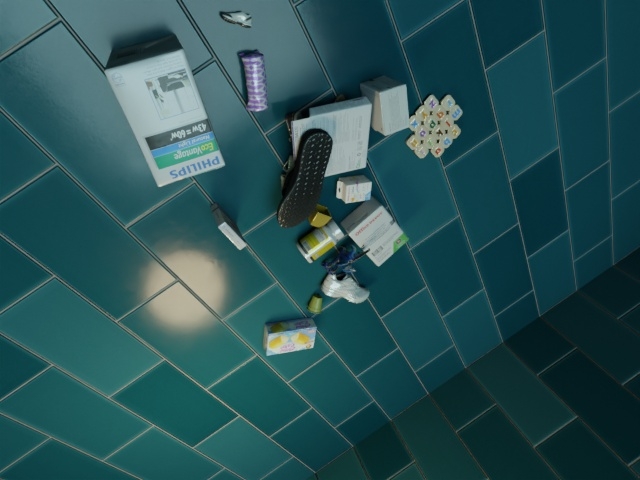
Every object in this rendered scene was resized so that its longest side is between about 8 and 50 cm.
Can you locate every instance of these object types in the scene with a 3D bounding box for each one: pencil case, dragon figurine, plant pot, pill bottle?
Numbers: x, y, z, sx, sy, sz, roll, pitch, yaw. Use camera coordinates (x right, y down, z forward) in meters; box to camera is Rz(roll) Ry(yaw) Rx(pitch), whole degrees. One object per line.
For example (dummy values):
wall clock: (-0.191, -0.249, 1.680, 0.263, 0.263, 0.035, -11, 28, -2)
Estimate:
pencil case: (-0.242, -0.578, 1.577, 0.088, 0.086, 0.206, 5, 121, 12)
dragon figurine: (0.131, 0.103, 2.091, 0.085, 0.289, 0.144, 42, 62, -33)
plant pot: (-0.024, 0.325, 2.251, 0.083, 0.083, 0.079, 8, 103, -28)
pill bottle: (0.000, 0.000, 2.025, 0.208, 0.119, 0.119, -36, 128, 1)
plant pot: (-0.011, -0.108, 1.979, 0.081, 0.082, 0.083, 18, 120, -32)

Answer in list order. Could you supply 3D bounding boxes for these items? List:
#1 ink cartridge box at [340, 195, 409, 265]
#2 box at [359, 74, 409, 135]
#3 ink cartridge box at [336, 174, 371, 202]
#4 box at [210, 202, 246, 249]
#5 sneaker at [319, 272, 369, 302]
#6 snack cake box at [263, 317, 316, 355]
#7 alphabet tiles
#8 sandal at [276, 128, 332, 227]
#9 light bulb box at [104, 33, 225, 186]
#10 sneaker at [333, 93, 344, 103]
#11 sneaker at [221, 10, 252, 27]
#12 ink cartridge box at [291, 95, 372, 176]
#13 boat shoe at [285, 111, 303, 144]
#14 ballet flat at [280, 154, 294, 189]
ink cartridge box: (0.266, -0.044, 2.115, 0.211, 0.121, 0.289, -41, 128, 4)
box: (0.260, -0.550, 1.758, 0.119, 0.181, 0.182, -22, 127, -11)
ink cartridge box: (0.146, -0.232, 1.963, 0.143, 0.090, 0.092, -11, 124, -19)
box: (-0.380, -0.061, 1.772, 0.038, 0.186, 0.145, -37, 127, 1)
sneaker: (0.144, 0.242, 2.253, 0.297, 0.111, 0.129, 15, 107, -32)
snack cake box: (-0.164, 0.506, 2.287, 0.264, 0.089, 0.152, -4, 121, -22)
alphabet tiles: (0.523, -0.523, 1.995, 0.278, 0.021, 0.284, 33, 102, -36)
sandal: (-0.069, -0.251, 1.772, 0.167, 0.107, 0.446, 4, 124, -32)
light bulb box: (-0.489, -0.425, 1.387, 0.225, 0.358, 0.361, -20, 125, -9)
sneaker: (0.055, -0.540, 1.767, 0.042, 0.067, 0.119, 29, 75, -33)
sneaker: (-0.285, -0.761, 1.475, 0.109, 0.040, 0.044, 3, 102, -30)
ink cartridge box: (0.038, -0.403, 1.763, 0.329, 0.072, 0.324, -14, 143, -11)
boat shoe: (-0.096, -0.427, 1.765, 0.064, 0.075, 0.206, 8, 135, 21)
ballet flat: (-0.140, -0.283, 1.836, 0.052, 0.057, 0.168, 24, 107, -2)
